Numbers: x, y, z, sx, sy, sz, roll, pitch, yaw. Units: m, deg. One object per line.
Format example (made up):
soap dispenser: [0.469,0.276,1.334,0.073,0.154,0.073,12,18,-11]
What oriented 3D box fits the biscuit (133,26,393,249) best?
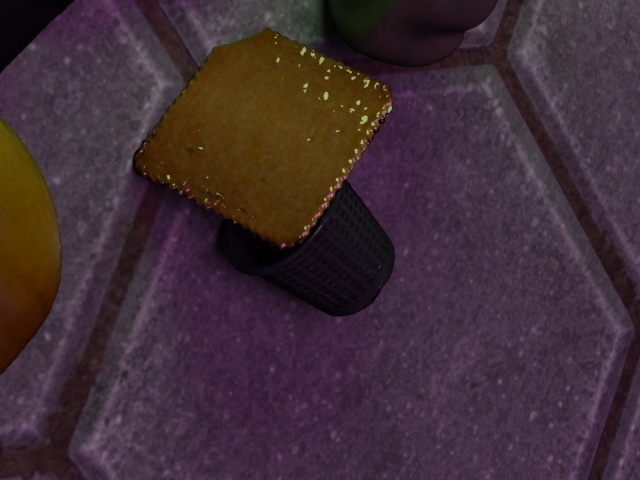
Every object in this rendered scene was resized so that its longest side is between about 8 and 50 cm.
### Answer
biscuit: [-0.063,-0.125,1.713,0.237,0.232,0.013,-56,160,-18]

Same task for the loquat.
loquat: [-0.403,0.005,1.450,0.328,0.359,0.328,1,95,12]

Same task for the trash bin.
trash bin: [0.000,0.000,1.772,0.161,0.175,0.175,40,72,-38]

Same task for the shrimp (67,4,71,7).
shrimp: [-0.342,-0.296,1.602,0.184,0.043,0.091,28,108,-23]

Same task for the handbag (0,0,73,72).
handbag: [-0.380,-0.278,1.531,0.211,0.088,0.254,-38,117,8]

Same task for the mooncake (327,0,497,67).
mooncake: [0.111,-0.337,1.759,0.135,0.275,0.275,9,88,-28]
